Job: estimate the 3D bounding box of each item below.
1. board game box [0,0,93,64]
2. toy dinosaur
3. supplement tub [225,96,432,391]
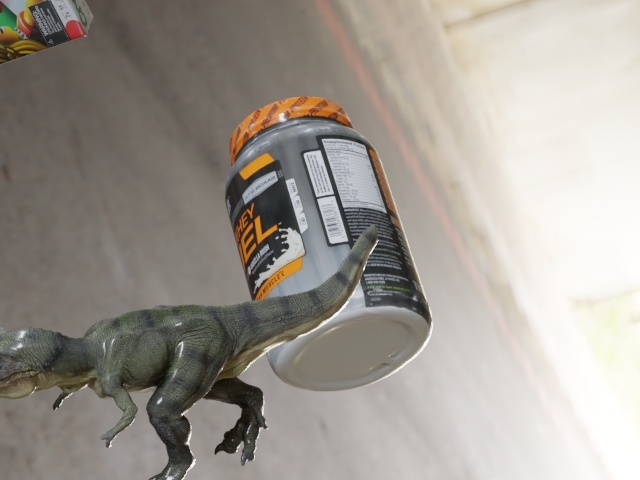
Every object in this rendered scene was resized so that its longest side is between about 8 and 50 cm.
[{"bbox_3d":[-0.402,-0.332,2.096,0.053,0.193,0.305,-82,151,-56],"label":"board game box"},{"bbox_3d":[-0.070,0.078,1.065,0.064,0.268,0.118,25,-57,52],"label":"toy dinosaur"},{"bbox_3d":[0.000,0.000,1.342,0.117,0.117,0.190,58,13,-56],"label":"supplement tub"}]
